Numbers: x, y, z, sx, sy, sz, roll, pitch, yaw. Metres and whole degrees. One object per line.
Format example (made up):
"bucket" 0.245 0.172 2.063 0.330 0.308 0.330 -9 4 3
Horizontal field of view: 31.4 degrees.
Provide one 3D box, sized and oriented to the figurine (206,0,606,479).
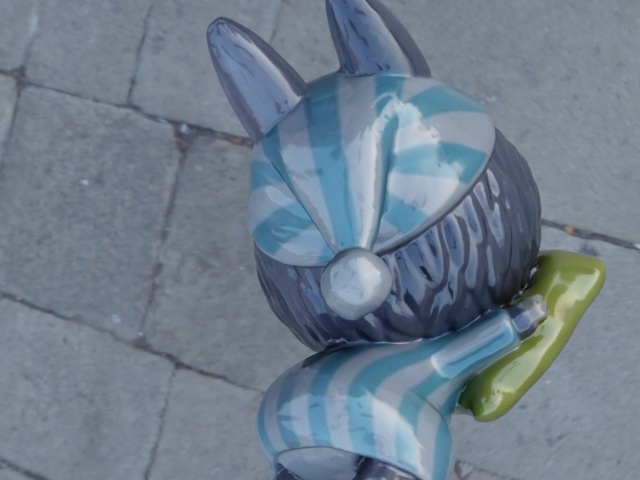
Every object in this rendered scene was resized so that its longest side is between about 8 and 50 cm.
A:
"figurine" 0.000 0.000 0.917 0.266 0.361 0.378 -21 116 46
